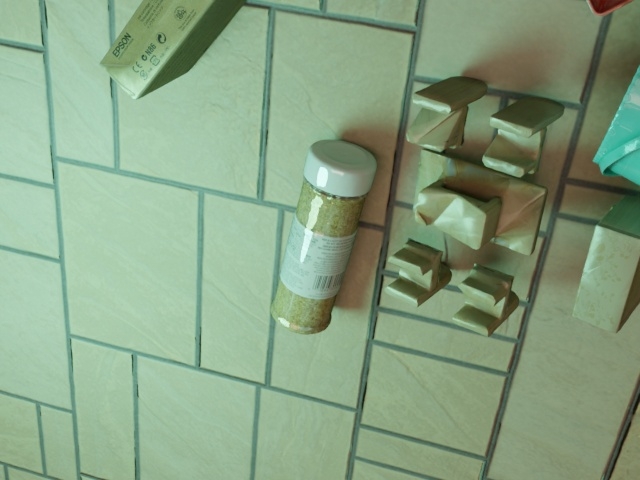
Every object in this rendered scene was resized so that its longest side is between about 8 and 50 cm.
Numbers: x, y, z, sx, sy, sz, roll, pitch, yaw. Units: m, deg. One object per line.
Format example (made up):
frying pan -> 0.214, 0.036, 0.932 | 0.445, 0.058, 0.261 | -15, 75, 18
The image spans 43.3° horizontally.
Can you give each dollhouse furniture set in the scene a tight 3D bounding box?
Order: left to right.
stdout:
dollhouse furniture set -> 0.345, -0.047, 1.295 | 0.394, 0.256, 0.362 | 23, 124, 30

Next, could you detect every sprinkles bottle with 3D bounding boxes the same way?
sprinkles bottle -> 0.000, 0.000, 1.444 | 0.121, 0.121, 0.355 | 20, 121, 7

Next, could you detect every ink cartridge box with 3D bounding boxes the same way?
ink cartridge box -> -0.218, -0.352, 1.282 | 0.088, 0.193, 0.235 | 44, 121, -5

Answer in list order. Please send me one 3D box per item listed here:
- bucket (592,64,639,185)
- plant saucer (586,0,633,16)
bucket -> 0.493, -0.174, 1.054 | 0.183, 0.281, 0.281 | 26, 123, 15
plant saucer -> 0.438, -0.477, 1.079 | 0.258, 0.048, 0.259 | -25, 102, 27
